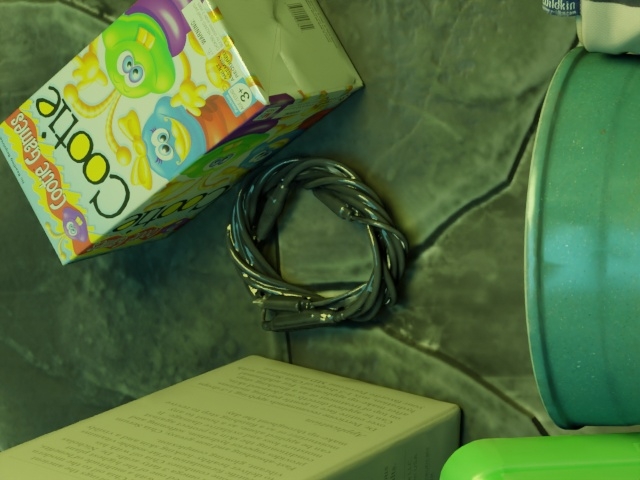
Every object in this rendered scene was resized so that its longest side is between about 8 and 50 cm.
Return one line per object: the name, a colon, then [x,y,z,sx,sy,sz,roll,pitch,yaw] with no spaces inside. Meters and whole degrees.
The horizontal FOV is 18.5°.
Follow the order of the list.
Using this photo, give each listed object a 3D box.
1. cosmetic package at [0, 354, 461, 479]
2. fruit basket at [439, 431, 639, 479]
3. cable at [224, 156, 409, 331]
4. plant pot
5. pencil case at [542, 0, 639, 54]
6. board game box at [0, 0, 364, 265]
cosmetic package: [-0.101,0.236,1.553,0.230,0.453,0.162,11,107,34]
fruit basket: [0.241,0.261,1.432,0.392,0.392,0.283,14,108,33]
cable: [0.000,0.000,1.688,0.184,0.047,0.151,-11,89,40]
plant pot: [0.298,0.003,1.345,0.255,0.271,0.272,2,102,22]
pencil case: [0.355,-0.185,1.256,0.410,0.183,0.160,8,76,19]
board game box: [-0.126,-0.113,1.686,0.275,0.142,0.144,-36,79,36]
